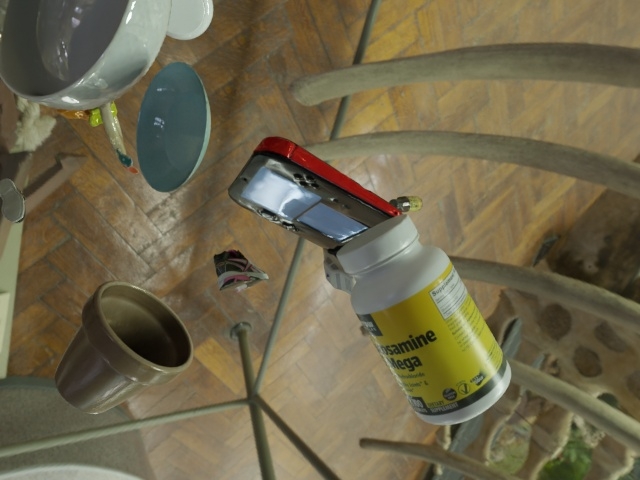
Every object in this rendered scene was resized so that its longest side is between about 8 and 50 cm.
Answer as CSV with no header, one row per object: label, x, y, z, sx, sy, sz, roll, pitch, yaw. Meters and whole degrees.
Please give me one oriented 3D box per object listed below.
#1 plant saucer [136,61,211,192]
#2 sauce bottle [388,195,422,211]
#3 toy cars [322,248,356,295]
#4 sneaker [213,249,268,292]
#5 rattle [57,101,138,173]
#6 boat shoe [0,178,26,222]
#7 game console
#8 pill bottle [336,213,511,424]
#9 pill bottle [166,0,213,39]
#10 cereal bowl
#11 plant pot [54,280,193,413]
plant saucer,-0.216,-0.168,0.760,0.037,0.195,0.195,2,117,-49
sauce bottle,0.207,-0.088,1.222,0.128,0.042,0.042,-11,126,-55
toy cars,0.000,0.000,1.467,0.087,0.393,0.176,-23,170,-19
sneaker,-0.156,0.054,0.984,0.072,0.077,0.178,-23,170,4
rattle,-0.560,-0.254,1.266,0.143,0.130,0.199,-16,99,-29
boat shoe,-0.604,-0.073,0.989,0.046,0.125,0.038,-37,148,-14
game console,-0.034,-0.085,1.178,0.342,0.386,0.060,32,70,-13
pill bottle,0.171,0.131,0.874,0.188,0.188,0.334,-33,96,-16
pill bottle,-0.276,-0.468,0.995,0.124,0.221,0.124,-5,118,-9
cereal bowl,-0.367,-0.364,0.812,0.339,0.339,0.141,-58,153,9
plant pot,-0.460,0.258,1.121,0.229,0.263,0.263,-43,136,8
